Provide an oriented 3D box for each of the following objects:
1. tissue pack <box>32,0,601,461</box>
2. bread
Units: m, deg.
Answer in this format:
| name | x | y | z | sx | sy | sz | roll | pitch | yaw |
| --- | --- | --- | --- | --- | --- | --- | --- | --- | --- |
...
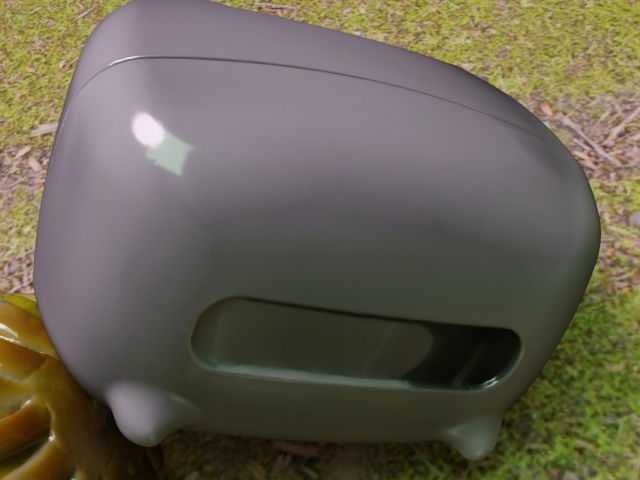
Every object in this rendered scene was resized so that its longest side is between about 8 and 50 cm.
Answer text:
| name | x | y | z | sx | sy | sz | roll | pitch | yaw |
| --- | --- | --- | --- | --- | --- | --- | --- | --- | --- |
| tissue pack | 0.000 | 0.000 | 0.504 | 0.333 | 0.229 | 0.236 | 8 | 37 | -22 |
| bread | -0.172 | 0.129 | 0.508 | 0.105 | 0.213 | 0.213 | -29 | 46 | 13 |
